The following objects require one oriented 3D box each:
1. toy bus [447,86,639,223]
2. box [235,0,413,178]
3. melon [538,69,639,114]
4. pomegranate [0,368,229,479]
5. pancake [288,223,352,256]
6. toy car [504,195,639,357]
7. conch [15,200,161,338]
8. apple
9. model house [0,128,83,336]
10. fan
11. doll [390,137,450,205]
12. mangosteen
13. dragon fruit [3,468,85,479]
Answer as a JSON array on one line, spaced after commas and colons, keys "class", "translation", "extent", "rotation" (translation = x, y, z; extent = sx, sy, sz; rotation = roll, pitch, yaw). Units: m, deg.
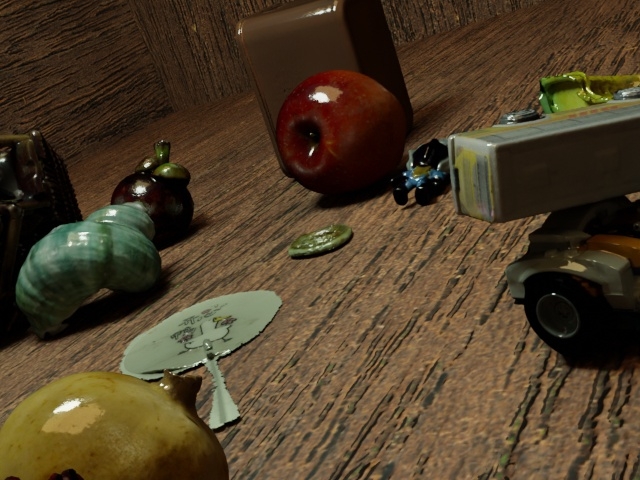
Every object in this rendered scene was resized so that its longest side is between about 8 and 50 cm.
[{"class": "toy bus", "translation": [0.252, -0.081, 0.764], "extent": [0.268, 0.092, 0.106], "rotation": [-12, 15, -14]}, {"class": "box", "translation": [0.022, -0.330, 1.723], "extent": [0.229, 0.339, 0.239], "rotation": [-8, 21, 28]}, {"class": "melon", "translation": [0.441, -0.171, 1.127], "extent": [0.169, 0.129, 0.265], "rotation": [-6, 4, -31]}, {"class": "pomegranate", "translation": [-0.156, 0.178, 0.646], "extent": [0.196, 0.196, 0.196], "rotation": [-20, 17, 6]}, {"class": "pancake", "translation": [-0.001, 0.000, 1.286], "extent": [0.108, 0.017, 0.108], "rotation": [-18, 14, 5]}, {"class": "toy car", "translation": [0.316, 0.015, 0.704], "extent": [0.193, 0.118, 0.301], "rotation": [-27, 14, -38]}, {"class": "conch", "translation": [-0.364, 0.039, 1.378], "extent": [0.277, 0.195, 0.220], "rotation": [-61, 6, -26]}, {"class": "apple", "translation": [0.037, -0.188, 1.473], "extent": [0.218, 0.218, 0.201], "rotation": [-8, -1, 37]}, {"class": "model house", "translation": [-0.514, -0.010, 1.482], "extent": [0.297, 0.317, 0.283], "rotation": [-21, -5, 33]}, {"class": "fan", "translation": [-0.139, 0.135, 1.048], "extent": [0.233, 0.012, 0.415], "rotation": [-25, 17, -9]}, {"class": "doll", "translation": [0.175, -0.120, 1.354], "extent": [0.096, 0.070, 0.195], "rotation": [5, 35, 25]}, {"class": "mangosteen", "translation": [-0.323, -0.081, 1.646], "extent": [0.173, 0.184, 0.172], "rotation": [20, 29, -12]}, {"class": "dragon fruit", "translation": [-0.123, 0.302, 0.393], "extent": [0.329, 0.228, 0.286], "rotation": [-62, 4, -21]}]
